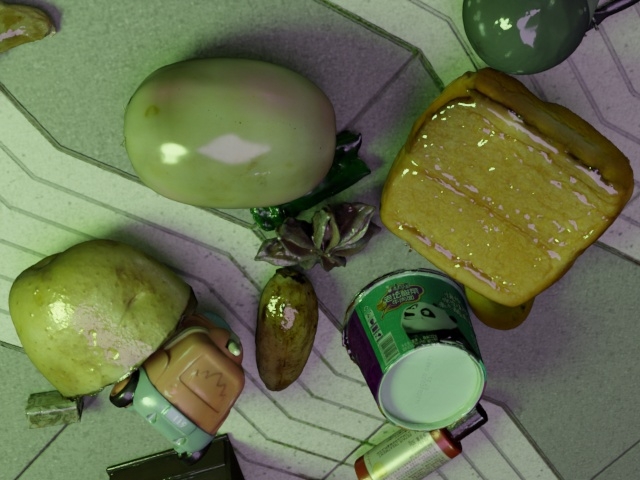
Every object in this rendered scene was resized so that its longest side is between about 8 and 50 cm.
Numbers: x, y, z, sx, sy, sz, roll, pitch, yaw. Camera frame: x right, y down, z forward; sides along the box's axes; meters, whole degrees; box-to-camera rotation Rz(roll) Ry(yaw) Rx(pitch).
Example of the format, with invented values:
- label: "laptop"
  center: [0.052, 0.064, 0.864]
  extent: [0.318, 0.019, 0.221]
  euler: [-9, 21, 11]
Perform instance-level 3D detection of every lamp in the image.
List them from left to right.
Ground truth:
- label: "lamp"
  center: [0.358, -0.359, 1.288]
  extent: [0.313, 0.182, 0.182]
  euler: [-24, 122, -9]

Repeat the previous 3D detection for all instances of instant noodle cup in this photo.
- label: "instant noodle cup"
  center: [0.174, 0.204, 1.564]
  extent: [0.251, 0.190, 0.251]
  euler: [-4, 121, -7]

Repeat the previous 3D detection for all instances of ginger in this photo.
- label: "ginger"
  center: [-0.510, -0.238, 1.256]
  extent: [0.294, 0.086, 0.131]
  euler: [-33, 98, 4]

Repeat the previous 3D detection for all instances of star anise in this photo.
- label: "star anise"
  center: [0.009, -0.008, 1.445]
  extent: [0.197, 0.073, 0.212]
  euler: [-32, 154, 26]

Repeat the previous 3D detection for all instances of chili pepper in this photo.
- label: "chili pepper"
  center: [-0.016, -0.095, 1.434]
  extent: [0.224, 0.061, 0.098]
  euler: [-32, 120, 11]

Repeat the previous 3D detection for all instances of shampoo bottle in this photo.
- label: "shampoo bottle"
  center: [0.204, 0.404, 1.737]
  extent: [0.278, 0.104, 0.104]
  euler: [-37, 119, 12]

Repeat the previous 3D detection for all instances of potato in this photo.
- label: "potato"
  center: [-0.369, 0.108, 1.410]
  extent: [0.285, 0.243, 0.242]
  euler: [-27, 122, 24]

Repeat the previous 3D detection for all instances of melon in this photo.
- label: "melon"
  center: [-0.133, -0.156, 1.285]
  extent: [0.316, 0.223, 0.223]
  euler: [0, 120, -4]

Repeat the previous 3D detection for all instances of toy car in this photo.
- label: "toy car"
  center: [-0.226, 0.223, 1.485]
  extent: [0.212, 0.270, 0.180]
  euler: [-46, 109, -7]

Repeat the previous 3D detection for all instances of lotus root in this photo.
- label: "lotus root"
  center: [-0.060, 0.166, 1.560]
  extent: [0.110, 0.097, 0.259]
  euler: [-2, 124, -12]

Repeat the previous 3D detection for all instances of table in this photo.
- label: "table"
  center: [-0.256, 0.554, 1.640]
  extent: [0.250, 0.282, 0.196]
  euler: [-15, 122, 0]

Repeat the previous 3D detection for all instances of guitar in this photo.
- label: "guitar"
  center: [0.510, -0.389, 1.365]
  extent: [0.271, 0.038, 0.084]
  euler: [-30, 119, 8]

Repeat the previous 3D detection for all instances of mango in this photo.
- label: "mango"
  center: [0.329, 0.087, 1.579]
  extent: [0.137, 0.098, 0.195]
  euler: [-25, 126, 0]

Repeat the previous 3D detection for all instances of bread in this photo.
- label: "bread"
  center: [0.282, -0.082, 1.402]
  extent: [0.337, 0.148, 0.328]
  euler: [32, 128, 2]

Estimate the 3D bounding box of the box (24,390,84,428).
- label: "box"
  center: [-0.478, 0.301, 1.585]
  extent: [0.098, 0.062, 0.045]
  euler: [-5, 116, -4]
